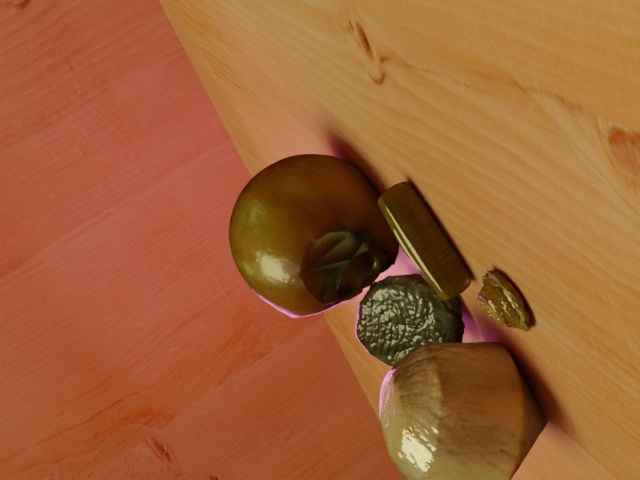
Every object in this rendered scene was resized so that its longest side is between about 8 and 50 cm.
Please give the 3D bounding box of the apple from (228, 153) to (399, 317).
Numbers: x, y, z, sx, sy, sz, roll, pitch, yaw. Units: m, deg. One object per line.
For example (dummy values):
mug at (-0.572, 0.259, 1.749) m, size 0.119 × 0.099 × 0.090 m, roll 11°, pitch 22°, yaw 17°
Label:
apple at (0.000, 0.000, 2.133) m, size 0.384 × 0.374 × 0.374 m, roll 28°, pitch -172°, yaw -33°

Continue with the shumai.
shumai at (0.204, 0.132, 2.104) m, size 0.272 × 0.203 × 0.222 m, roll -21°, pitch 114°, yaw 44°

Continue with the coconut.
coconut at (0.282, 0.338, 1.895) m, size 0.328 × 0.329 × 0.329 m, roll 55°, pitch 170°, yaw 14°

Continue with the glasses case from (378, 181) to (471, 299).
glasses case at (0.190, 0.002, 1.827) m, size 0.234 × 0.079 × 0.064 m, roll 57°, pitch 163°, yaw 2°

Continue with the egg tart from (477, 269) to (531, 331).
egg tart at (0.307, 0.110, 1.688) m, size 0.128 × 0.049 × 0.129 m, roll 54°, pitch 172°, yaw 12°
